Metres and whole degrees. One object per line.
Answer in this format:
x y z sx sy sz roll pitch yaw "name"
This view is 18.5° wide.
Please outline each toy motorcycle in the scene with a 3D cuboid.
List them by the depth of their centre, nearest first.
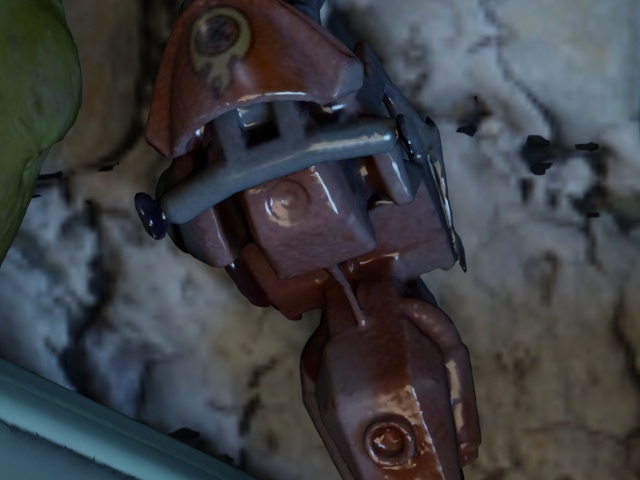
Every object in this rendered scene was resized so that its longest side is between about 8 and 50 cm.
0.000 0.000 0.605 0.084 0.118 0.213 -19 102 9 "toy motorcycle"

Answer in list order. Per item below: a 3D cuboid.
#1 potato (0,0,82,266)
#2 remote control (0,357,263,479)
-0.175 -0.017 0.575 0.251 0.159 0.174 -38 145 3 "potato"
-0.109 0.101 0.569 0.140 0.056 0.296 -50 138 6 "remote control"
